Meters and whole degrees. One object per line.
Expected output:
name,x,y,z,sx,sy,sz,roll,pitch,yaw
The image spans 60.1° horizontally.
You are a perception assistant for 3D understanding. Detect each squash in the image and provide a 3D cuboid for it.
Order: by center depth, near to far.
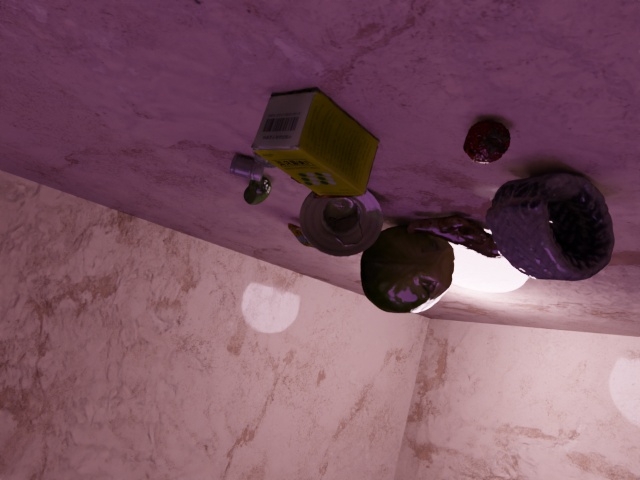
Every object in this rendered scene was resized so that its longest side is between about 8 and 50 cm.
squash,-0.203,-0.161,1.790,0.077,0.068,0.219,22,166,-9

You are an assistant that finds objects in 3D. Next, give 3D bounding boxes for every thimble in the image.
thimble,0.487,-0.028,1.182,0.245,0.217,0.157,36,160,-22

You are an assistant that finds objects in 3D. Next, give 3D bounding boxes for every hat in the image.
hat,0.062,-0.084,1.672,0.252,0.252,0.110,17,-153,-6

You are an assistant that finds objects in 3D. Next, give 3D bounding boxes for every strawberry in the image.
strawberry,0.307,-0.182,1.040,0.083,0.083,0.096,22,175,-28

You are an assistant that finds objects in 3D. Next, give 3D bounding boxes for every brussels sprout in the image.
brussels sprout,0.286,0.095,1.827,0.281,0.289,0.355,7,170,-37

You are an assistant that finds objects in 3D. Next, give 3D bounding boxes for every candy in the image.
candy,0.000,0.000,2.238,0.187,0.081,0.297,10,167,30

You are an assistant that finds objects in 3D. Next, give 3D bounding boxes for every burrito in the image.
burrito,-0.146,-0.228,1.480,0.074,0.044,0.118,20,171,-4

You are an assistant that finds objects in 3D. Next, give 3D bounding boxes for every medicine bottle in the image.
medicine bottle,-0.006,-0.202,1.192,0.137,0.141,0.250,8,167,42
medicine bottle,-0.211,-0.209,1.603,0.091,0.058,0.058,16,168,-1

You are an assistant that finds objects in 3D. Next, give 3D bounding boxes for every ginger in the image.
ginger,0.439,-0.015,1.648,0.333,0.080,0.166,23,154,-5

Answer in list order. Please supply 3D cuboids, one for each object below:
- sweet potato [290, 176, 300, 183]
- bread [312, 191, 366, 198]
sweet potato,-0.032,-0.179,1.568,0.153,0.038,0.041,-2,149,49
bread,0.040,-0.160,1.502,0.154,0.054,0.136,-6,161,12
